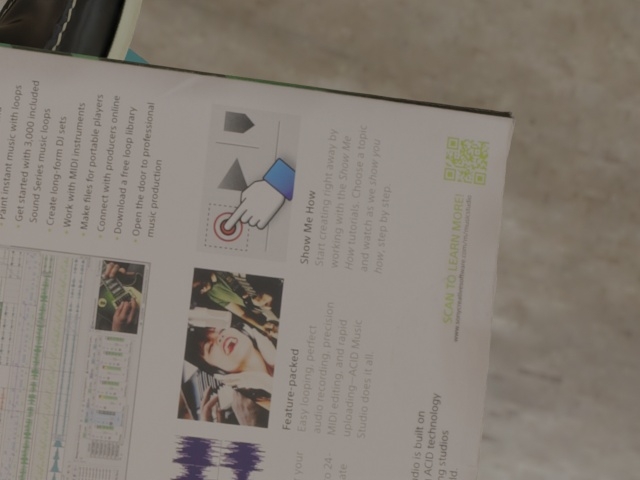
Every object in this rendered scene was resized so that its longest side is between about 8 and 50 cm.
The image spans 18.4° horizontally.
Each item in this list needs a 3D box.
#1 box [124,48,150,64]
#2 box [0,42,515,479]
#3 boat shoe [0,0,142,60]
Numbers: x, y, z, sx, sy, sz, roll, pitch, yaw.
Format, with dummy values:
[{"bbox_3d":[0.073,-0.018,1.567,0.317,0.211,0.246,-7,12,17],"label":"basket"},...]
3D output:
[{"bbox_3d":[-0.233,-0.090,1.806,0.100,0.060,0.244,38,137,-8],"label":"box"},{"bbox_3d":[-0.087,0.040,0.837,0.322,0.232,0.058,8,173,-11],"label":"box"},{"bbox_3d":[-0.225,-0.074,1.243,0.113,0.340,0.127,26,-171,-31],"label":"boat shoe"}]
